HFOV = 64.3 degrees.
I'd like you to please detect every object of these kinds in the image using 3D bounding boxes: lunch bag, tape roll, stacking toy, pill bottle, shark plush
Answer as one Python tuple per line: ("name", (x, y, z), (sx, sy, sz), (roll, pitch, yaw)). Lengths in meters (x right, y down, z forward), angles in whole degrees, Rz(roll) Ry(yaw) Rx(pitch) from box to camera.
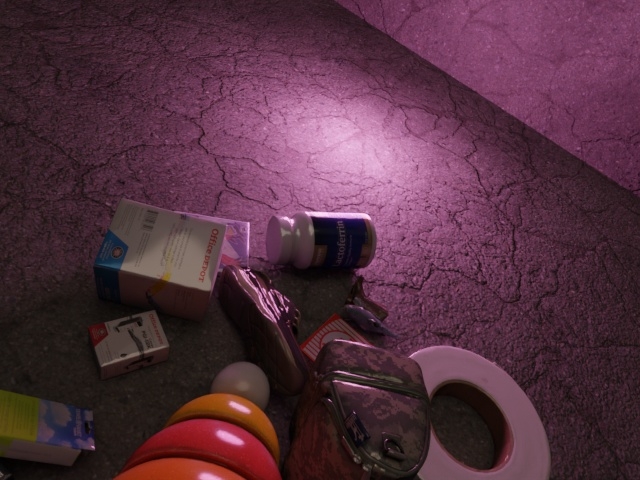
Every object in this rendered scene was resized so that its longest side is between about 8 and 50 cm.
("lunch bag", (0.058, 0.360, 0.869), (0.212, 0.305, 0.256), (16, 29, -9))
("tape roll", (0.318, 0.417, 1.129), (0.391, 0.072, 0.392), (13, 44, -13))
("stacking toy", (-0.179, 0.382, 0.842), (0.350, 0.351, 0.480), (21, 24, -4))
("pill bottle", (0.000, 0.000, 1.328), (0.264, 0.153, 0.153), (0, 49, -23))
("shark plush", (0.119, 0.207, 1.245), (0.161, 0.067, 0.073), (42, 76, -6))

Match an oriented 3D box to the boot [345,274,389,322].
("boot", (0.132, 0.153, 1.322), (0.114, 0.037, 0.107), (26, 57, 6))

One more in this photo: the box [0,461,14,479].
("box", (-0.576, 0.374, 0.758), (0.158, 0.093, 0.156), (36, 45, 10))

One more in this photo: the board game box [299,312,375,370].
("board game box", (0.058, 0.278, 1.165), (0.193, 0.045, 0.146), (39, 45, 14))

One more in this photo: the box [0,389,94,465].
("box", (-0.470, 0.309, 0.839), (0.178, 0.043, 0.109), (28, 9, -34))

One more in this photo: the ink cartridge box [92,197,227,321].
("ink cartridge box", (-0.339, 0.048, 1.102), (0.232, 0.168, 0.171), (15, 55, -10))

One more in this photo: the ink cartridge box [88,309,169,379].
("ink cartridge box", (-0.386, 0.207, 1.027), (0.135, 0.056, 0.099), (-13, 54, -32))

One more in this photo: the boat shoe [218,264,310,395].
("boat shoe", (-0.102, 0.174, 1.113), (0.130, 0.132, 0.355), (-5, 43, -36))

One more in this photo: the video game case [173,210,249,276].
("video game case", (-0.281, 0.009, 1.287), (0.201, 0.023, 0.184), (9, 46, -16))
